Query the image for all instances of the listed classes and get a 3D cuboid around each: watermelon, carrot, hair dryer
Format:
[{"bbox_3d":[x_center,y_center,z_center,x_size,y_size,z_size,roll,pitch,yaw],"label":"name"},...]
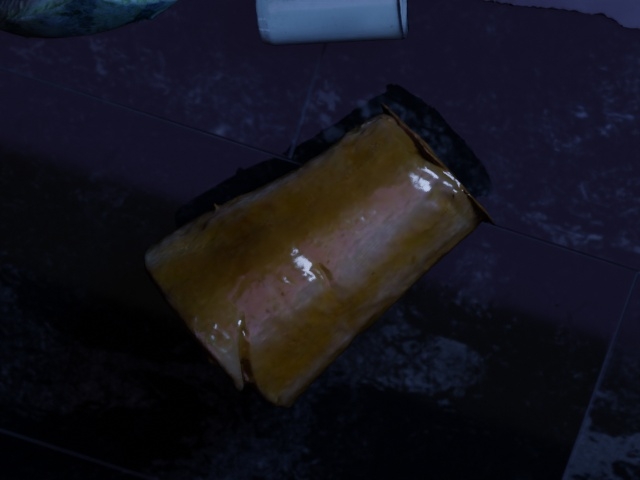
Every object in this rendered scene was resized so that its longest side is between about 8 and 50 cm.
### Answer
[{"bbox_3d":[-0.212,-0.229,1.721,0.180,0.081,0.094,-29,73,4],"label":"watermelon"},{"bbox_3d":[0.000,0.000,1.684,0.254,0.196,0.196,-41,96,7],"label":"carrot"},{"bbox_3d":[0.004,-0.290,1.682,0.131,0.073,0.236,-3,99,6],"label":"hair dryer"}]

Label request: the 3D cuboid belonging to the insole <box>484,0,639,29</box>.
[{"bbox_3d":[0.281,-0.229,1.704,0.322,0.007,0.109,9,100,3],"label":"insole"}]
